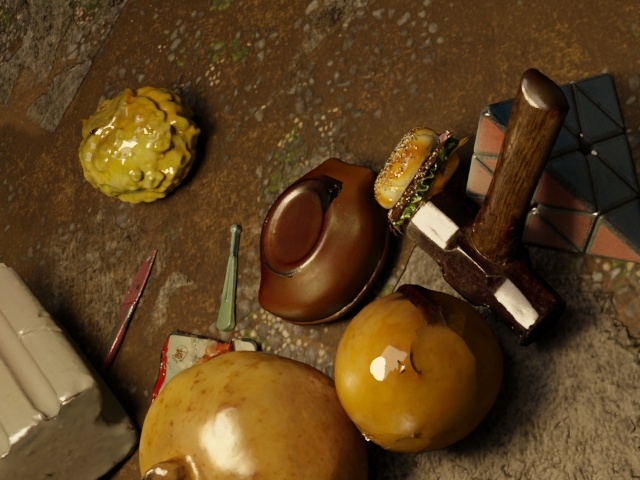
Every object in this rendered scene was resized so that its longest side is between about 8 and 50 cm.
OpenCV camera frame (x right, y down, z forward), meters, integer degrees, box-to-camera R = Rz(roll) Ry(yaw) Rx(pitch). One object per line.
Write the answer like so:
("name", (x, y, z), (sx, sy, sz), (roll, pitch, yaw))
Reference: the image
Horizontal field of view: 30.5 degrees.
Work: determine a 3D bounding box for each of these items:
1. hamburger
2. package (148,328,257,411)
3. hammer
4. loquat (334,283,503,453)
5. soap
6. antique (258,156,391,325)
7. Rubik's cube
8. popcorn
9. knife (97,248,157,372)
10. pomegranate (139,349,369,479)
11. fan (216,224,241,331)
("hamburger", (0.139, -0.096, 1.757), (0.164, 0.093, 0.189), (-56, -1, -28))
("package", (-0.202, 0.235, 1.971), (0.232, 0.040, 0.166), (3, 73, 41))
("hammer", (0.247, -0.057, 1.501), (0.095, 0.409, 0.242), (-31, 63, -27))
("loquat", (0.130, 0.176, 1.602), (0.235, 0.235, 0.235), (-17, 60, 33))
("soap", (-0.573, 0.286, 2.077), (0.350, 0.213, 0.435), (-40, 46, -13))
("antique", (0.000, 0.000, 1.853), (0.223, 0.129, 0.278), (26, 86, 45))
("Rubik's cube", (0.319, -0.096, 1.629), (0.228, 0.229, 0.233), (-99, 6, -73))
("popcorn", (-0.350, -0.190, 2.183), (0.266, 0.192, 0.233), (31, 90, 39))
("knife", (-0.355, 0.128, 2.163), (0.035, 0.018, 0.247), (13, 76, 45))
("pomegranate", (-0.107, 0.317, 1.654), (0.342, 0.342, 0.342), (-17, 60, 33))
("fan", (-0.157, 0.063, 2.028), (0.038, 0.016, 0.193), (-13, 63, 37))
